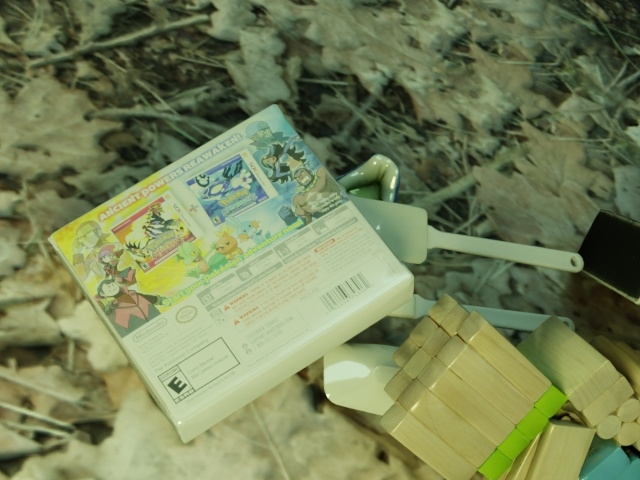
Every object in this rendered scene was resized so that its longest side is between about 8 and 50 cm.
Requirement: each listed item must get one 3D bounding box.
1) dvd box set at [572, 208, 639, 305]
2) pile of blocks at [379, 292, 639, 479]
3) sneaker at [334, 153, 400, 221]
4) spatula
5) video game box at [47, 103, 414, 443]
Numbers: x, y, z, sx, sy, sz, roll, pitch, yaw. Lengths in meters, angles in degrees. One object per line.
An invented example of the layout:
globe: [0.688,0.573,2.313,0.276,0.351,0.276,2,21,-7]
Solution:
dvd box set: [0.423,0.100,1.254,0.420,0.062,0.307,26,5,-1]
pile of blocks: [0.193,0.131,1.207,0.362,0.149,0.112,13,16,-27]
sneaker: [0.000,0.000,1.242,0.080,0.081,0.211,32,42,4]
spatula: [0.112,0.062,1.241,0.242,0.019,0.168,10,71,-28]
video game box: [-0.067,0.020,1.154,0.205,0.048,0.187,-31,67,-13]
